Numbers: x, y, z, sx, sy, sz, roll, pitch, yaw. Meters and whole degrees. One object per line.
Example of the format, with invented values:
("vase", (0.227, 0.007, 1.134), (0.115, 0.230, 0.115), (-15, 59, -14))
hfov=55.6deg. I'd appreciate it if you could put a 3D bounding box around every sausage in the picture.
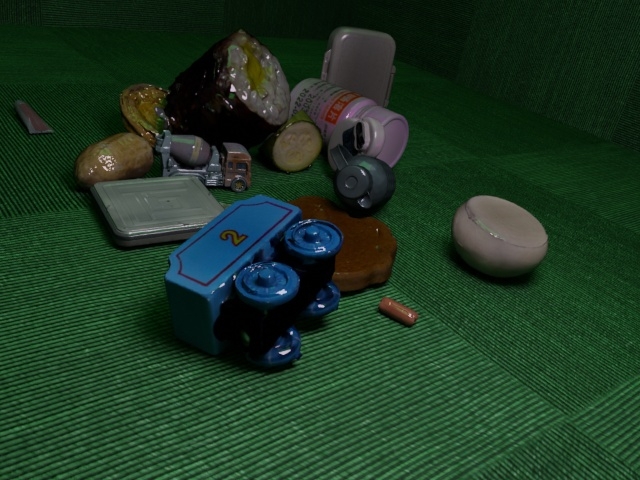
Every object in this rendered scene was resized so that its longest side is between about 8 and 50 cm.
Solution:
("sausage", (0.156, 0.142, 1.219), (0.083, 0.034, 0.034), (26, 30, 25))

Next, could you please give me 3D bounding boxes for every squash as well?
("squash", (-0.121, -0.336, 1.874), (0.189, 0.189, 0.260), (-5, 36, -29))

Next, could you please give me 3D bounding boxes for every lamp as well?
("lamp", (0.113, -0.274, 1.764), (0.108, 0.179, 0.246), (-1, -10, -30))
("lamp", (-0.370, -0.075, 1.409), (0.269, 0.047, 0.266), (-9, 34, -31))

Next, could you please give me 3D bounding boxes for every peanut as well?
("peanut", (-0.521, -0.197, 1.523), (0.129, 0.129, 0.224), (24, 31, 23))

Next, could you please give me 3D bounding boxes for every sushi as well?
("sushi", (-0.265, -0.390, 1.719), (0.294, 0.281, 0.299), (-20, 43, 33))

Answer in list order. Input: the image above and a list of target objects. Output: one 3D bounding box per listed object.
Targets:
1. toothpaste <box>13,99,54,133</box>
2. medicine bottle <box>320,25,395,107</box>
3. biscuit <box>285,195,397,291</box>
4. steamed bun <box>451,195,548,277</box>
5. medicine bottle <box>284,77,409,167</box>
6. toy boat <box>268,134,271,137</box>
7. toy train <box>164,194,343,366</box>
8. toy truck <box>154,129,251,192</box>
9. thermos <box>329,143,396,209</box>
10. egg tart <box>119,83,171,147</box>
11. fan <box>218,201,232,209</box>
("toothpaste", (-0.863, -0.363, 1.810), (0.067, 0.042, 0.194), (-12, 40, -40))
("medicine bottle", (0.127, -0.587, 2.241), (0.282, 0.375, 0.123), (2, 25, -19))
("biscuit", (0.000, 0.000, 1.395), (0.359, 0.074, 0.381), (10, 25, -5))
("steamed bun", (0.420, 0.004, 1.463), (0.232, 0.145, 0.232), (14, 35, -10))
("medicine bottle", (0.079, -0.378, 1.993), (0.388, 0.219, 0.219), (32, 34, 34))
("toy boat", (-0.276, -0.394, 2.021), (0.290, 0.100, 0.199), (17, 28, 14))
("toy train", (-0.110, 0.061, 1.084), (0.265, 0.188, 0.300), (19, 41, 23))
("toy truck", (-0.309, -0.213, 1.612), (0.257, 0.140, 0.108), (0, 28, -21))
("thermos", (0.099, -0.162, 1.553), (0.182, 0.145, 0.286), (58, 13, 5))
("egg tart", (-0.476, -0.351, 1.829), (0.291, 0.107, 0.290), (24, 39, -21))
("fan", (-0.317, -0.072, 1.486), (0.240, 0.009, 0.131), (-12, 33, -37))
